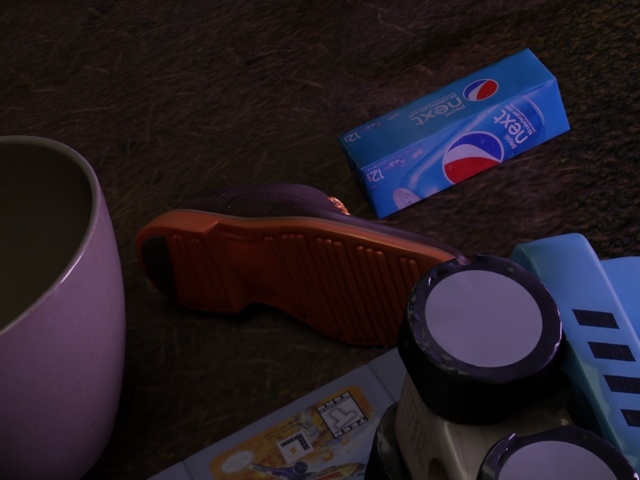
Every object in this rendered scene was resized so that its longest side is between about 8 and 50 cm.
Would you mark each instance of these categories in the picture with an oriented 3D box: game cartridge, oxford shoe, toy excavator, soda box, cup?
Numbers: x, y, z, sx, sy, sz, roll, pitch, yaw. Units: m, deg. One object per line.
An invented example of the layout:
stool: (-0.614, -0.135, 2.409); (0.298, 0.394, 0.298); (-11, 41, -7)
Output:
game cartridge: (0.003, 0.205, 1.400); (0.297, 0.062, 0.198); (-28, 32, -7)
oxford shoe: (0.000, 0.000, 1.604); (0.364, 0.130, 0.133); (10, 40, 35)
toy excavator: (0.256, 0.087, 1.280); (0.445, 0.222, 0.433); (-9, 52, -15)
soda box: (0.130, -0.104, 1.712); (0.210, 0.067, 0.071); (-26, 36, -3)
cup: (-0.301, 0.100, 1.538); (0.331, 0.237, 0.331); (-15, 37, 12)
